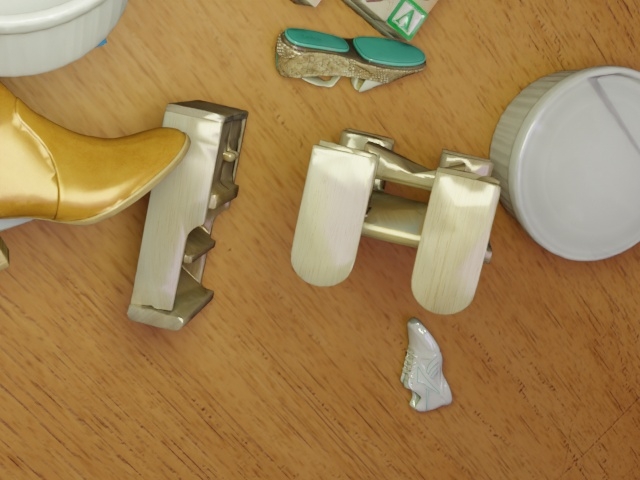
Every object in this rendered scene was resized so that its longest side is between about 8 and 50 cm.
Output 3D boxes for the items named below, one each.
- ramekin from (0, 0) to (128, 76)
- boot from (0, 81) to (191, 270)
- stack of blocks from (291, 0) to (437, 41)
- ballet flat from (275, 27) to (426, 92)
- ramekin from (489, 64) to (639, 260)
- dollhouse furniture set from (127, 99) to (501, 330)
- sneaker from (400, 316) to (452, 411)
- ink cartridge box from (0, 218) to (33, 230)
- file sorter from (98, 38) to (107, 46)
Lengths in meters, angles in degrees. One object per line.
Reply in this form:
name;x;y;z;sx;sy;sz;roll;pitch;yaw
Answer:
ramekin;-0.301;-0.292;1.029;0.277;0.135;0.277;4;70;-11
boot;-0.299;-0.108;1.110;0.295;0.104;0.211;-31;116;-11
stack of blocks;0.013;-0.369;1.328;0.297;0.087;0.171;35;91;-26
ballet flat;0.035;-0.228;1.400;0.206;0.073;0.067;6;130;-20
ramekin;0.361;-0.115;1.516;0.272;0.127;0.273;-6;107;-19
dollhouse furniture set;0.000;0.000;1.295;0.394;0.362;0.257;13;100;4
sneaker;0.144;0.183;1.560;0.061;0.053;0.152;-22;112;-11
ink cartridge box;-0.394;-0.120;1.207;0.086;0.153;0.209;-18;112;-17
file sorter;-0.318;-0.252;1.190;0.118;0.170;0.105;-19;107;-15
